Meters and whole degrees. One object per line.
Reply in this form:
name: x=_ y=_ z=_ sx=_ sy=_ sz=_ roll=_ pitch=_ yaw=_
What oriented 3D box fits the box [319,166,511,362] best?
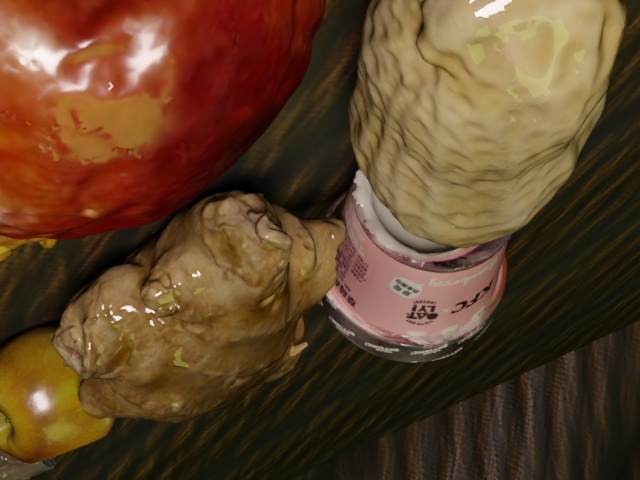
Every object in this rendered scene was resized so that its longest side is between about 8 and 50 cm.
box: x=0.076 y=-0.005 z=1.305 sx=0.151 sy=0.151 sz=0.135 roll=-20 pitch=156 yaw=-19

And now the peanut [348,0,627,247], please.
peanut: x=0.094 y=-0.095 z=1.004 sx=0.152 sy=0.152 sz=0.313 roll=-23 pitch=163 yaw=-8

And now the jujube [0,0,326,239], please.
jujube: x=-0.095 y=-0.088 z=0.661 sx=0.190 sy=0.190 sz=0.255 roll=-20 pitch=-179 yaw=-18

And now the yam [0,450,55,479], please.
yam: x=-0.347 y=0.204 z=1.457 sx=0.259 sy=0.093 sz=0.093 roll=-27 pitch=166 yaw=8

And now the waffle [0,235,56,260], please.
waffle: x=-0.173 y=-0.036 z=0.957 sx=0.228 sy=0.051 sz=0.231 roll=-24 pitch=167 yaw=-3

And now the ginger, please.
ginger: x=-0.082 y=0.035 z=1.239 sx=0.218 sy=0.123 sz=0.270 roll=-20 pitch=154 yaw=-19

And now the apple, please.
apple: x=-0.214 y=0.118 z=1.346 sx=0.114 sy=0.099 sz=0.102 roll=-18 pitch=-177 yaw=43
